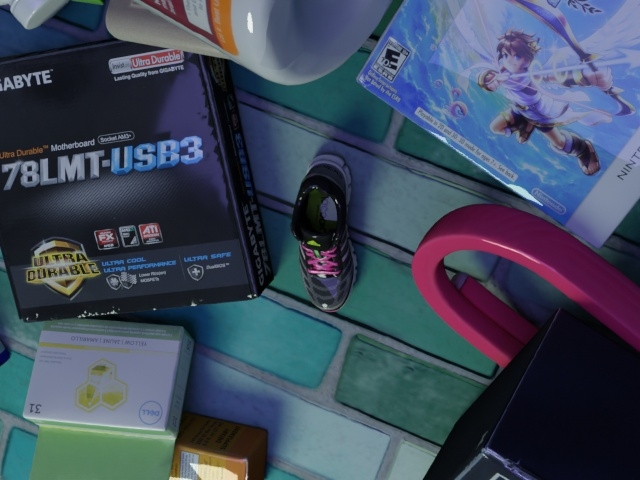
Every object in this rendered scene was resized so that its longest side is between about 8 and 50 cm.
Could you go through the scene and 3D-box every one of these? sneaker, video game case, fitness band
[{"bbox_3d":[0.000,0.000,1.200,0.063,0.075,0.170,6,110,15],"label":"sneaker"},{"bbox_3d":[0.204,-0.166,0.995,0.269,0.061,0.244,35,115,6],"label":"video game case"},{"bbox_3d":[0.222,0.071,1.100,0.291,0.054,0.209,36,153,-8],"label":"fitness band"}]

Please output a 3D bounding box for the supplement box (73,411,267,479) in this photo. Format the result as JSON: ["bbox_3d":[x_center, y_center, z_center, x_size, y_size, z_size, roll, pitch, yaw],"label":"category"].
[{"bbox_3d":[-0.183,0.244,1.338,0.233,0.078,0.080,8,110,14],"label":"supplement box"}]

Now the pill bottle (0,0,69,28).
[{"bbox_3d":[-0.333,-0.303,1.188,0.094,0.094,0.169,-41,93,24],"label":"pill bottle"}]

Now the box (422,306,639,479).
[{"bbox_3d":[0.260,0.259,1.088,0.294,0.182,0.296,32,147,4],"label":"box"}]

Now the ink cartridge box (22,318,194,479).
[{"bbox_3d":[-0.244,0.207,1.282,0.171,0.056,0.235,4,68,12],"label":"ink cartridge box"}]

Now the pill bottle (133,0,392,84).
[{"bbox_3d":[-0.126,-0.315,0.992,0.392,0.224,0.224,33,116,23],"label":"pill bottle"}]

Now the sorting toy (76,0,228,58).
[{"bbox_3d":[-0.100,-0.276,1.131,0.348,0.047,0.196,12,85,15],"label":"sorting toy"}]

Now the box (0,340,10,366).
[{"bbox_3d":[-0.469,0.120,1.387,0.126,0.072,0.137,-25,100,24],"label":"box"}]

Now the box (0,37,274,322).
[{"bbox_3d":[-0.221,-0.069,1.249,0.296,0.073,0.293,-6,107,18],"label":"box"}]
